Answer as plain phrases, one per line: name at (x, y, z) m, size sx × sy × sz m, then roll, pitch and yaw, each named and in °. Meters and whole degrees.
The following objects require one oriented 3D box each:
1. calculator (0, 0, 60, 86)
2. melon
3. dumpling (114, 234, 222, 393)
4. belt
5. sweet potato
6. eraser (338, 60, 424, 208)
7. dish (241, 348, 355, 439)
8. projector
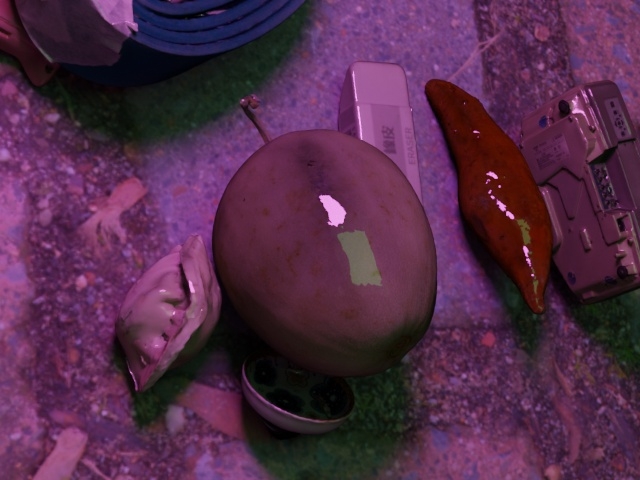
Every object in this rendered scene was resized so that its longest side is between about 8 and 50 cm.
calculator at (-0.341, -0.362, 1.867) m, size 0.220 × 0.048 × 0.329 m, roll 29°, pitch 62°, yaw -33°
melon at (0.005, 0.013, 1.834) m, size 0.272 × 0.272 × 0.308 m, roll 16°, pitch 44°, yaw -23°
dumpling at (-0.168, 0.076, 1.799) m, size 0.118 × 0.136 × 0.199 m, roll 17°, pitch 56°, yaw -15°
belt at (-0.171, -0.364, 1.884) m, size 0.436 × 0.173 × 0.300 m, roll -41°, pitch 106°, yaw -43°
sweet potato at (0.231, -0.058, 2.066) m, size 0.112 × 0.112 × 0.359 m, roll -1°, pitch 58°, yaw -29°
eraser at (0.080, -0.055, 2.013) m, size 0.089 × 0.061 × 0.351 m, roll 2°, pitch 73°, yaw -28°
dish at (-0.037, 0.198, 1.867) m, size 0.141 × 0.078 × 0.141 m, roll 17°, pitch 26°, yaw -9°
projector at (0.346, -0.056, 2.077) m, size 0.088 × 0.193 × 0.269 m, roll -12°, pitch 81°, yaw -31°
